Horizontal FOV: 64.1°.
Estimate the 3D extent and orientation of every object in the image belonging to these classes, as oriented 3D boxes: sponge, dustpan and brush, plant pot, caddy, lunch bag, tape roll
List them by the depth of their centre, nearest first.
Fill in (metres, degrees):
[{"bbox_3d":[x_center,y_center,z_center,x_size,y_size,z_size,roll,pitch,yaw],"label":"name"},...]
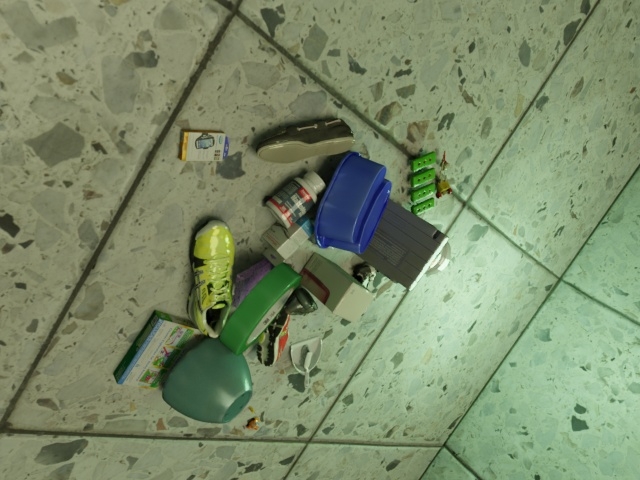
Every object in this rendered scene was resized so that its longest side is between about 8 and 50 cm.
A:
[{"bbox_3d":[-0.187,0.217,1.629,0.321,0.077,0.321,-50,172,-10],"label":"tape roll"},{"bbox_3d":[-0.209,0.130,1.666,0.210,0.031,0.117,-33,142,-57],"label":"sponge"},{"bbox_3d":[-0.337,0.478,1.668,0.290,0.195,0.290,-42,156,-24],"label":"plant pot"},{"bbox_3d":[0.094,-0.123,1.679,0.342,0.179,0.241,-65,156,-12],"label":"caddy"},{"bbox_3d":[0.000,0.000,1.773,0.071,0.083,0.053,18,105,-45],"label":"lunch bag"},{"bbox_3d":[-0.058,0.503,2.069,0.147,0.060,0.211,-11,123,-34],"label":"dustpan and brush"}]

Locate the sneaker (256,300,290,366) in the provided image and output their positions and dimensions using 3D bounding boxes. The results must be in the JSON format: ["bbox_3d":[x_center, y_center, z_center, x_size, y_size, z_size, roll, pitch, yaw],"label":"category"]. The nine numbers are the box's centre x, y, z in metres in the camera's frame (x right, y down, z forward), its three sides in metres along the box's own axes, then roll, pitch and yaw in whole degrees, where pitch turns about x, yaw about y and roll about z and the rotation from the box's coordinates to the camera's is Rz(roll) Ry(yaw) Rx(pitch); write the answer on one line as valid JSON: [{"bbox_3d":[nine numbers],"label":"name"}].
[{"bbox_3d":[-0.160,0.317,1.859,0.118,0.107,0.279,-17,126,-63],"label":"sneaker"}]

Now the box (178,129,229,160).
[{"bbox_3d":[-0.315,-0.258,1.394,0.136,0.028,0.081,-7,121,-38],"label":"box"}]

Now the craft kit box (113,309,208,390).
[{"bbox_3d":[-0.487,0.364,1.641,0.246,0.061,0.250,31,96,-43],"label":"craft kit box"}]

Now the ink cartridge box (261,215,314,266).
[{"bbox_3d":[-0.115,-0.012,1.658,0.180,0.104,0.060,-45,136,-7],"label":"ink cartridge box"}]

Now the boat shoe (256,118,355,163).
[{"bbox_3d":[-0.051,-0.306,1.545,0.335,0.096,0.112,-12,160,-29],"label":"boat shoe"}]

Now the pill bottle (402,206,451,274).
[{"bbox_3d":[0.341,0.008,1.963,0.362,0.210,0.210,22,102,-44],"label":"pill bottle"}]

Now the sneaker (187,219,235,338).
[{"bbox_3d":[-0.313,0.121,1.555,0.145,0.147,0.385,-10,122,-32],"label":"sneaker"}]

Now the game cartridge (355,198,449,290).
[{"bbox_3d":[0.232,-0.012,1.763,0.230,0.355,0.068,-57,151,8],"label":"game cartridge"}]

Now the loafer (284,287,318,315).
[{"bbox_3d":[-0.073,0.223,1.806,0.084,0.096,0.267,-36,169,0],"label":"loafer"}]

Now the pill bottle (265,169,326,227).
[{"bbox_3d":[-0.073,-0.134,1.611,0.180,0.108,0.108,-42,135,-9],"label":"pill bottle"}]

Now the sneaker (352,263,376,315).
[{"bbox_3d":[0.146,0.200,2.031,0.106,0.078,0.235,-5,116,-34],"label":"sneaker"}]

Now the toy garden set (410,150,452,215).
[{"bbox_3d":[0.424,-0.239,1.988,0.203,0.049,0.244,-25,129,-22],"label":"toy garden set"}]

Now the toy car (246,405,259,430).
[{"bbox_3d":[-0.277,0.724,2.053,0.060,0.040,0.122,-32,133,-19],"label":"toy car"}]

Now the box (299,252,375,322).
[{"bbox_3d":[0.052,0.166,1.816,0.148,0.232,0.127,32,95,-45],"label":"box"}]
